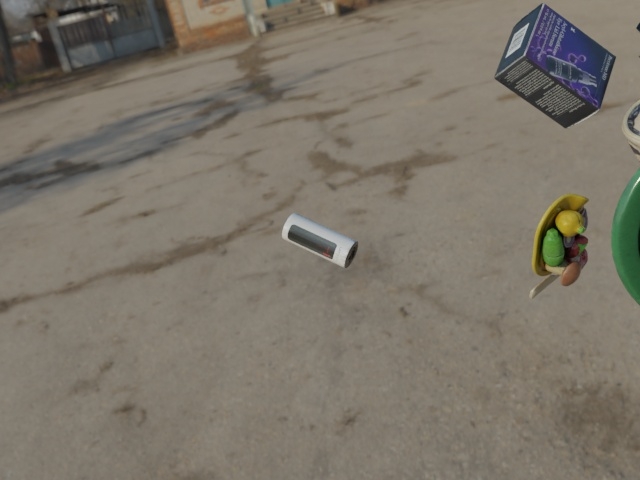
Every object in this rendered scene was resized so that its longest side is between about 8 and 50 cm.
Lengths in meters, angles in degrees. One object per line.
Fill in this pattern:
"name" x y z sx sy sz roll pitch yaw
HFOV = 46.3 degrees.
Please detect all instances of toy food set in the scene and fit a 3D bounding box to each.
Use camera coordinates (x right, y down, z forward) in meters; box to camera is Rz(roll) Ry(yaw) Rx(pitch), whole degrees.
"toy food set" 0.452 0.019 1.355 0.128 0.218 0.071 -30 45 -23

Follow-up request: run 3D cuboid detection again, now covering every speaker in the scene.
"speaker" 0.000 0.000 1.370 0.136 0.055 0.055 25 34 17

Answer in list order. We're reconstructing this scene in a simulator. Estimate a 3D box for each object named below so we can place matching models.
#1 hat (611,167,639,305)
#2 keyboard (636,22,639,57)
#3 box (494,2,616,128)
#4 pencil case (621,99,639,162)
"hat" 0.317 -0.029 0.670 0.173 0.209 0.183 30 18 -7
"keyboard" 0.470 -0.261 0.980 0.100 0.038 0.192 -50 18 29
"box" 0.491 -0.361 1.561 0.108 0.207 0.153 -33 30 63
"pencil case" 0.771 -0.129 1.548 0.159 0.410 0.184 -23 33 28
